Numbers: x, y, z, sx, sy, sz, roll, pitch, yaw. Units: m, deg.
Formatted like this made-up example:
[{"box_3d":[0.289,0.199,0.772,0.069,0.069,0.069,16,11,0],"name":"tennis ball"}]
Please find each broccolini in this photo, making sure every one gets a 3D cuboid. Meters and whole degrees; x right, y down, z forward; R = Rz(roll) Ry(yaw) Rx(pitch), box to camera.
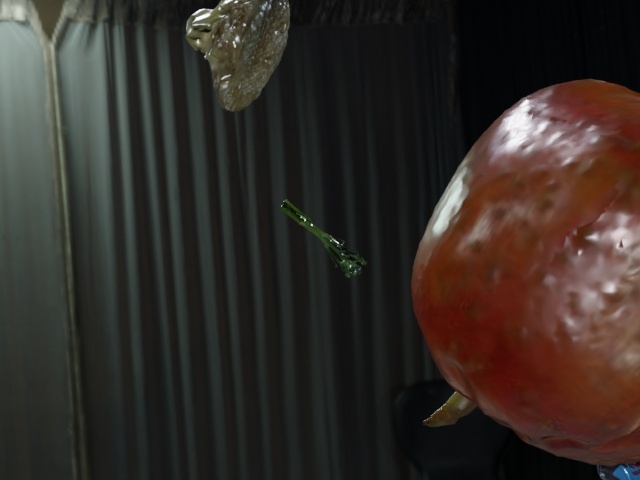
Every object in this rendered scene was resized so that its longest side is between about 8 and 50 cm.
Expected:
[{"box_3d":[0.000,0.000,0.955,0.140,0.035,0.030,37,3,-21],"name":"broccolini"}]

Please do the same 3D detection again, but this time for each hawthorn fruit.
[{"box_3d":[0.122,0.028,0.369,0.200,0.179,0.179,-44,-7,8],"name":"hawthorn fruit"}]

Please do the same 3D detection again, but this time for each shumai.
[{"box_3d":[-0.139,-0.319,1.209,0.153,0.209,0.161,30,24,23],"name":"shumai"}]

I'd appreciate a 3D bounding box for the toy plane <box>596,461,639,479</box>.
[{"box_3d":[0.439,0.289,1.036,0.105,0.271,0.254,-53,-7,21],"name":"toy plane"}]
